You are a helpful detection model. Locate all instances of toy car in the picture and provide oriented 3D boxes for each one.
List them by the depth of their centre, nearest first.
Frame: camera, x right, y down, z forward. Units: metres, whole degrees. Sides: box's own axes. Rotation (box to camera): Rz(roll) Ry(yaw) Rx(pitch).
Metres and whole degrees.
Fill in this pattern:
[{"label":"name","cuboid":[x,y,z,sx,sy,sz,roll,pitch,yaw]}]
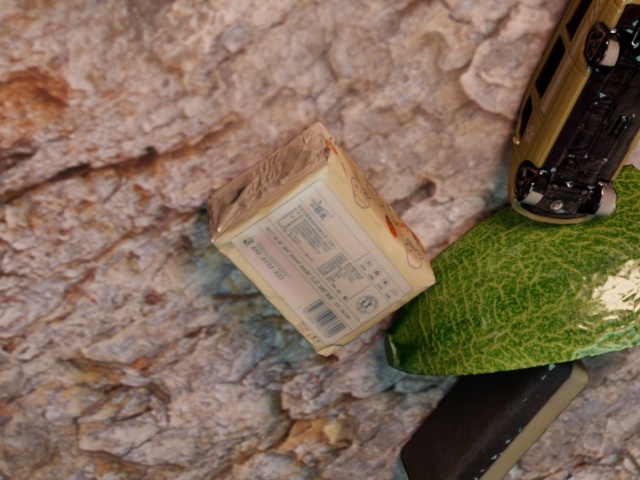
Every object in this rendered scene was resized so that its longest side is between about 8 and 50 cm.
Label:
[{"label":"toy car","cuboid":[0.258,-0.139,1.206,0.101,0.124,0.256,9,130,-18]}]

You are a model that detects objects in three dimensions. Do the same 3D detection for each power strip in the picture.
[{"label":"power strip","cuboid":[0.195,0.196,1.418,0.070,0.105,0.256,24,115,-27]}]

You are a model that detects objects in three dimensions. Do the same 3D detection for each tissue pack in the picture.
[{"label":"tissue pack","cuboid":[0.000,0.000,1.256,0.148,0.092,0.196,-34,125,11]}]

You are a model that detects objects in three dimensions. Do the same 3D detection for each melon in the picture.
[{"label":"melon","cuboid":[0.212,0.060,1.312,0.323,0.196,0.124,-20,153,6]}]
